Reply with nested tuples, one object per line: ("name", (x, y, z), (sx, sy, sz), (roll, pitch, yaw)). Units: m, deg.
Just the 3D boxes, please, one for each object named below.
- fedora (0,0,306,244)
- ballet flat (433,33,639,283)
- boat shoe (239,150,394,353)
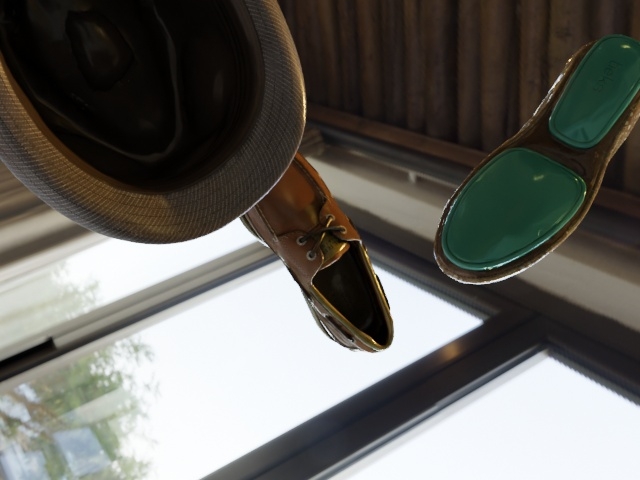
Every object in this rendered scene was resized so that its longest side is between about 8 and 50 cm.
("fedora", (-0.154, -0.136, 0.613), (0.275, 0.244, 0.124), (49, -17, -24))
("ballet flat", (0.144, -0.042, 0.496), (0.073, 0.206, 0.067), (38, -17, 20))
("boat shoe", (0.000, 0.000, 0.910), (0.307, 0.110, 0.104), (55, -15, -22))
